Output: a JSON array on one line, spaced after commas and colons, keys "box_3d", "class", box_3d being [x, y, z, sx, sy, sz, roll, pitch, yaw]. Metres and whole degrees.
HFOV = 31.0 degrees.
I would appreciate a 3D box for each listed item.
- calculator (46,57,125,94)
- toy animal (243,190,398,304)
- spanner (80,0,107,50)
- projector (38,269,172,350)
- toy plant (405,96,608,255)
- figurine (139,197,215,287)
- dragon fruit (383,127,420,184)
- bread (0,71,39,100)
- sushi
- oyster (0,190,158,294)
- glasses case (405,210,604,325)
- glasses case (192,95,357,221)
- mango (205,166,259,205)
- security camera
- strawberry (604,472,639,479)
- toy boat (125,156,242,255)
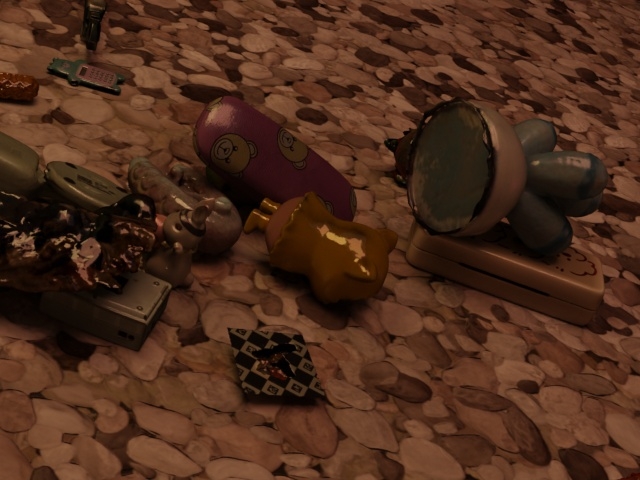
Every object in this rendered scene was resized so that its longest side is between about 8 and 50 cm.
[{"box_3d": [-0.435, -0.309, 2.142, 0.141, 0.019, 0.094, 16, 32, -9], "class": "calculator"}, {"box_3d": [-0.001, 0.003, 1.775, 0.230, 0.156, 0.156, 22, 29, 10], "class": "toy animal"}, {"box_3d": [-0.450, -0.450, 2.289, 0.040, 0.095, 0.325, 11, 30, -16], "class": "spanner"}, {"box_3d": [-0.288, 0.073, 1.558, 0.147, 0.061, 0.115, 22, 28, 1], "class": "projector"}, {"box_3d": [0.337, -0.102, 1.932, 0.332, 0.247, 0.247, 7, 32, -30], "class": "toy plant"}, {"box_3d": [-0.214, -0.005, 1.647, 0.098, 0.146, 0.081, 11, 32, -14], "class": "figurine"}, {"box_3d": [0.211, -0.149, 2.200, 0.142, 0.138, 0.175, 59, 20, 16], "class": "dragon fruit"}, {"box_3d": [-0.558, -0.266, 1.968, 0.157, 0.044, 0.052, 2, 37, -29], "class": "bread"}, {"box_3d": [-0.066, 0.175, 1.564, 0.120, 0.026, 0.126, 8, 36, -26], "class": "sushi"}, {"box_3d": [-0.398, -0.015, 1.536, 0.361, 0.096, 0.221, 2, 21, 1], "class": "oyster"}, {"box_3d": [0.317, 0.033, 1.983, 0.336, 0.076, 0.144, 19, 30, -2], "class": "glasses case"}, {"box_3d": [-0.069, -0.112, 1.869, 0.316, 0.076, 0.123, 35, 64, -25], "class": "glasses case"}, {"box_3d": [-0.109, -0.116, 1.956, 0.191, 0.085, 0.122, -14, 43, -42], "class": "mango"}, {"box_3d": [-0.418, -0.086, 1.730, 0.301, 0.080, 0.157, 23, 12, -18], "class": "security camera"}, {"box_3d": [0.449, 0.350, 1.508, 0.236, 0.107, 0.175, 0, 35, -31], "class": "strawberry"}, {"box_3d": [-0.202, -0.069, 1.794, 0.155, 0.085, 0.227, 12, 27, -45], "class": "toy boat"}]
